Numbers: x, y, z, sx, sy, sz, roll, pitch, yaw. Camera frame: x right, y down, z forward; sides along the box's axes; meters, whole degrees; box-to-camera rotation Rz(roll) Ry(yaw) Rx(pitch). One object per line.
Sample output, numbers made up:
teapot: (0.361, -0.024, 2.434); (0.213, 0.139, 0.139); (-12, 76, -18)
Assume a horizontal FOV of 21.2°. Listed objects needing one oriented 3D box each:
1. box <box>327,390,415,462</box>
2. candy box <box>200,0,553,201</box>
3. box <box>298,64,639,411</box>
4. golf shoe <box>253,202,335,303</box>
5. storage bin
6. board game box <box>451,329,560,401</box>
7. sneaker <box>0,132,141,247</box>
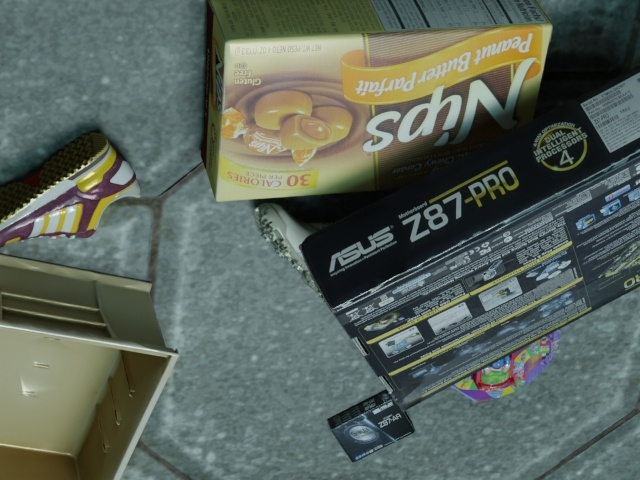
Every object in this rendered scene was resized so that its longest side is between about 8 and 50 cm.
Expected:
box: (0.059, 0.213, 1.962); (0.083, 0.018, 0.067); (-27, 130, 5)
candy box: (0.050, -0.142, 1.638); (0.317, 0.087, 0.183); (-5, 130, -15)
box: (0.205, 0.005, 1.715); (0.395, 0.097, 0.318); (-28, 151, 3)
golf shoe: (0.000, 0.000, 1.763); (0.086, 0.069, 0.176); (-46, 133, -2)
storage bin: (-0.319, 0.155, 1.736); (0.260, 0.123, 0.262); (12, 123, -25)
board game box: (0.195, 0.131, 1.930); (0.133, 0.033, 0.169); (-44, 126, 17)
sneaker: (-0.262, -0.023, 1.650); (0.185, 0.069, 0.084); (-31, 124, 9)
